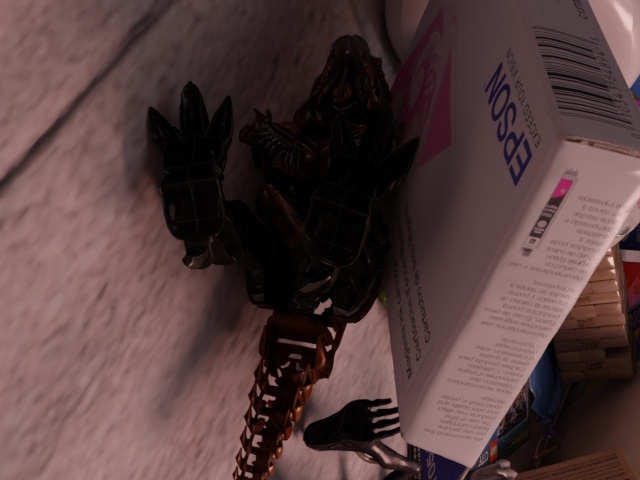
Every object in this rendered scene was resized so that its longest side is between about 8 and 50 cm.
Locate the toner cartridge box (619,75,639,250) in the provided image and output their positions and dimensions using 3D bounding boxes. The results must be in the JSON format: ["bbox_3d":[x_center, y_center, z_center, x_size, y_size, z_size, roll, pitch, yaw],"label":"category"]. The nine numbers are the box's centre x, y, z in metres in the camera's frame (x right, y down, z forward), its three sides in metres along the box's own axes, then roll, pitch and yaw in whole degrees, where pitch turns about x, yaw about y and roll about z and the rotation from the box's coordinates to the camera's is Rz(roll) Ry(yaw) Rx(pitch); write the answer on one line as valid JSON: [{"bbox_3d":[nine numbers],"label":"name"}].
[{"bbox_3d":[0.438,-0.159,1.375,0.075,0.165,0.348,-27,117,-57],"label":"toner cartridge box"}]

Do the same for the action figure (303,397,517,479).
[{"bbox_3d":[0.085,0.251,0.869,0.275,0.141,0.164,52,47,-44],"label":"action figure"}]

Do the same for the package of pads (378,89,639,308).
[{"bbox_3d":[0.215,-0.021,0.980,0.101,0.229,0.296,51,35,5],"label":"package of pads"}]

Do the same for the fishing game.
[{"bbox_3d":[0.263,0.131,1.265,0.189,0.041,0.264,1,86,-67],"label":"fishing game"}]

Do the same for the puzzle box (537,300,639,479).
[{"bbox_3d":[0.395,0.201,1.300,0.052,0.272,0.409,39,46,-2],"label":"puzzle box"}]

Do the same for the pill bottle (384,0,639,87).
[{"bbox_3d":[0.220,-0.326,0.966,0.229,0.229,0.407,57,45,-45],"label":"pill bottle"}]

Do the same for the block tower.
[{"bbox_3d":[0.308,0.024,1.228,0.091,0.097,0.335,-67,143,-52],"label":"block tower"}]

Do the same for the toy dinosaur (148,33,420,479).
[{"bbox_3d":[0.000,0.000,0.708,0.218,0.164,0.322,62,18,-65],"label":"toy dinosaur"}]

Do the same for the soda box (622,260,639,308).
[{"bbox_3d":[0.470,0.166,1.566,0.083,0.092,0.263,27,69,-59],"label":"soda box"}]

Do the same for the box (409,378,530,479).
[{"bbox_3d":[0.160,0.160,1.081,0.233,0.044,0.159,-12,102,-59],"label":"box"}]

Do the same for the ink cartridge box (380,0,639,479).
[{"bbox_3d":[0.092,-0.029,0.724,0.324,0.071,0.330,-93,-160,-51],"label":"ink cartridge box"}]

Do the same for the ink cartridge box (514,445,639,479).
[{"bbox_3d":[0.253,0.351,1.097,0.088,0.193,0.234,-105,178,-60],"label":"ink cartridge box"}]
